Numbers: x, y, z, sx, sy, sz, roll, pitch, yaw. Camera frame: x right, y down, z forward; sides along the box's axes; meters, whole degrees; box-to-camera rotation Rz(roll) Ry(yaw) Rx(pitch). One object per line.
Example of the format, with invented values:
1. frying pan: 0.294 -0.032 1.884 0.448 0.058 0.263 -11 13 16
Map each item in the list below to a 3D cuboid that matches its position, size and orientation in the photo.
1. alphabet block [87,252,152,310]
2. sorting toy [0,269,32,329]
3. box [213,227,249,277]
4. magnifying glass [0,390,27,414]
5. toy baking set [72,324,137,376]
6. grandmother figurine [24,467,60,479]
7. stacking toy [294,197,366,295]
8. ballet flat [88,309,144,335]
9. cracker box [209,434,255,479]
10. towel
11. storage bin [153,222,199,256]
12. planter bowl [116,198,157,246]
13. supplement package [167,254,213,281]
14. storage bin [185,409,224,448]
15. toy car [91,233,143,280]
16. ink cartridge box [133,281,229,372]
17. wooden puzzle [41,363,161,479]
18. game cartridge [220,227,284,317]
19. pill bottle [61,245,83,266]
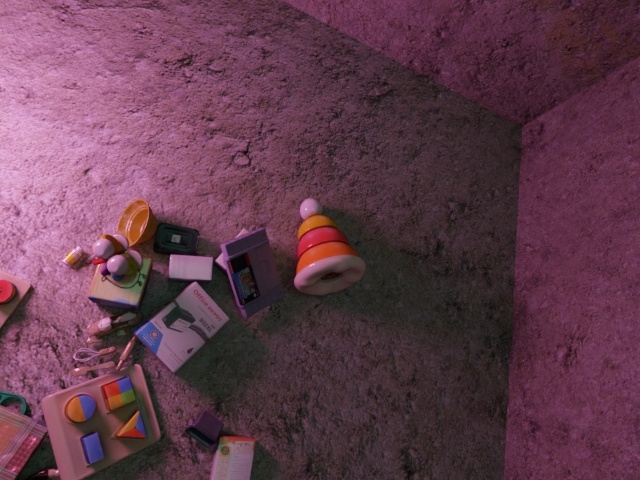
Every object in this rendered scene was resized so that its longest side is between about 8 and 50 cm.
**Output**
1. alphabet block: -0.797 0.163 1.662 0.192 0.193 0.197 15 70 -20
2. sorting toy: -1.268 0.210 1.505 0.257 0.089 0.256 29 66 -13
3. box: -0.387 0.059 1.907 0.103 0.114 0.203 41 66 -9
4. magnifying glass: -1.169 0.562 1.491 0.231 0.026 0.092 45 64 -8
5. toy baking set: -0.855 0.432 1.647 0.196 0.030 0.256 19 58 -9
6. grandmother figurine: -0.985 0.899 1.437 0.342 0.104 0.208 34 57 -14
7. stacking toy: 0.000 0.000 2.036 0.350 0.351 0.480 -2 58 -23
8. ballet flat: -0.821 0.323 1.659 0.206 0.067 0.073 -17 67 -27
9. cracker box: -0.367 0.935 1.705 0.155 0.067 0.232 14 70 -18
10. towel: -1.167 0.682 1.381 0.370 0.040 0.272 28 49 -10
11. storage bin: -0.639 0.004 1.833 0.180 0.084 0.122 12 72 -20
12. planter bowl: -0.767 -0.061 1.766 0.090 0.217 0.217 30 61 -53
13. supplement package: -0.572 0.128 1.816 0.179 0.105 0.105 6 73 -21
14. storage bin: -0.471 0.774 1.699 0.135 0.098 0.091 40 37 -8
15. toy car: -0.767 0.072 1.527 0.136 0.159 0.182 -40 94 8
16. ink cartridge box: -0.574 0.356 1.727 0.307 0.129 0.223 -44 102 -28
17. wooden puzzle: -0.808 0.676 1.550 0.347 0.080 0.322 -15 82 -37
18. game cartridge: -0.302 0.145 1.860 0.230 0.068 0.355 -29 113 -41
19. pill bottle: -1.007 0.063 1.682 0.043 0.043 0.083 39 64 -9
